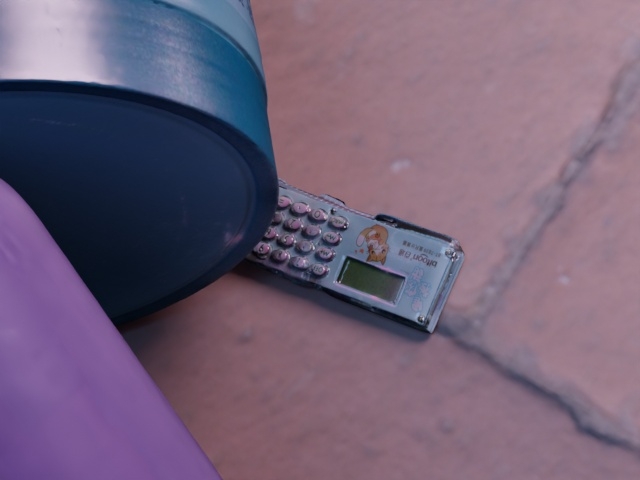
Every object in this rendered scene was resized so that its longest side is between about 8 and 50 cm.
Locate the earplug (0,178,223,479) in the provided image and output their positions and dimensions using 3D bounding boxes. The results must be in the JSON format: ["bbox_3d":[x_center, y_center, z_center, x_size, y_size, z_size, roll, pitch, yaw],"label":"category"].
[{"bbox_3d":[-0.126,0.159,0.904,0.215,0.215,0.456,-27,102,16],"label":"earplug"}]

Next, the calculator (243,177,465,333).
[{"bbox_3d":[0.000,0.000,1.128,0.172,0.018,0.057,21,86,27],"label":"calculator"}]

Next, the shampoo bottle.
[{"bbox_3d":[-0.210,-0.152,1.089,0.331,0.331,0.343,-19,65,19],"label":"shampoo bottle"}]
